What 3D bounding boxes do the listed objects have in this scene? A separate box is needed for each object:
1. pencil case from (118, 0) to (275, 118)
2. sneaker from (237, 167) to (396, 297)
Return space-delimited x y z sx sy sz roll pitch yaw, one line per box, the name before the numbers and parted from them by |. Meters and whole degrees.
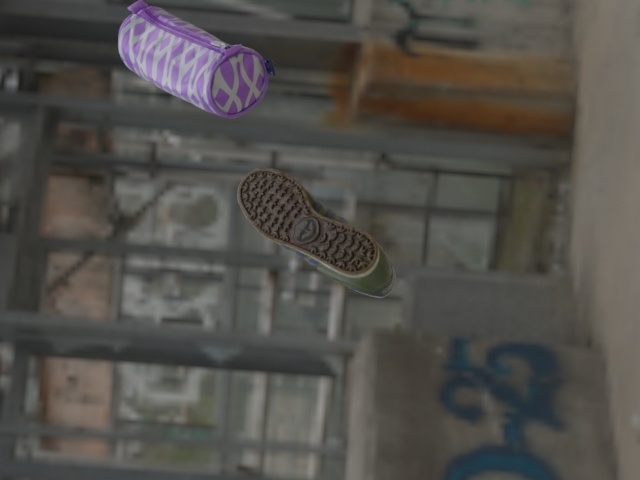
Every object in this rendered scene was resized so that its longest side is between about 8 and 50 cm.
pencil case | -0.146 -0.203 1.986 0.206 0.086 0.088 26 146 45
sneaker | 0.000 0.000 1.752 0.064 0.192 0.086 -52 -37 -6
